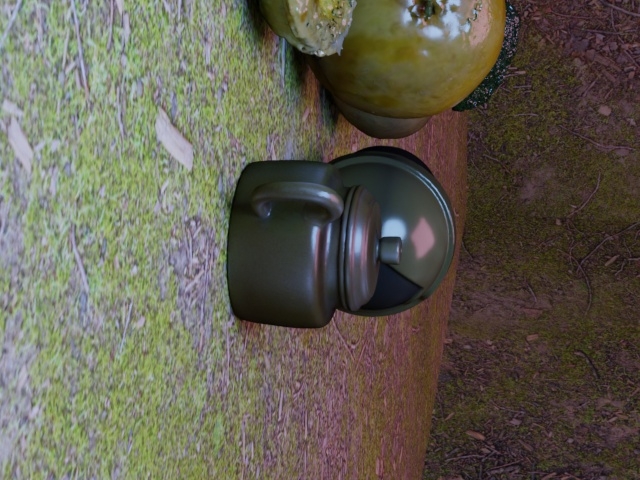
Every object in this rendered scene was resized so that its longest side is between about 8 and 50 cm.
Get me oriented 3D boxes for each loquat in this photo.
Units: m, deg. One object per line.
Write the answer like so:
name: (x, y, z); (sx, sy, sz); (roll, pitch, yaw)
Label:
loquat: (0.101, -0.280, 1.604); (0.263, 0.263, 0.263); (4, 90, -79)

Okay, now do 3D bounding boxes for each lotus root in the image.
lotus root: (0.105, -0.233, 1.898); (0.310, 0.183, 0.182); (42, 52, -76)

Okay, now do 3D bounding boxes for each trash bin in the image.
trash bin: (0.069, -0.018, 1.700); (0.334, 0.214, 0.214); (-75, 167, -78)

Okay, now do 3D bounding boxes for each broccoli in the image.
broccoli: (0.283, -0.421, 2.695); (0.294, 0.265, 0.245); (62, -13, -12)

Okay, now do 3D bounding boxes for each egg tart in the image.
egg tart: (-0.023, -0.319, 1.403); (0.232, 0.098, 0.252); (-49, 138, -62)

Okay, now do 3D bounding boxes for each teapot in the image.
teapot: (0.000, 0.000, 1.420); (0.267, 0.175, 0.185); (69, 25, -66)
